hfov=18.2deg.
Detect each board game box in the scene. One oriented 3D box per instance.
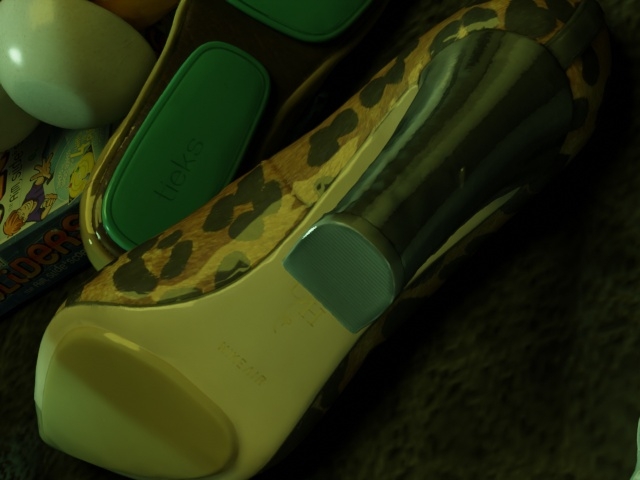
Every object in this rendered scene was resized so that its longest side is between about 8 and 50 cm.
[{"bbox_3d":[-0.122,-0.067,0.958,0.136,0.035,0.201,-30,40,27],"label":"board game box"}]

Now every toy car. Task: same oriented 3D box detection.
[{"bbox_3d":[-0.138,-0.134,0.885,0.182,0.136,0.159,-10,52,43],"label":"toy car"}]

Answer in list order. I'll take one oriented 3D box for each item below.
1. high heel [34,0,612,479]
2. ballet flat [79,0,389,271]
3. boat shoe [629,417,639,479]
[{"bbox_3d":[0.000,0.000,0.758,0.261,0.093,0.186,-32,11,49],"label":"high heel"},{"bbox_3d":[-0.032,-0.079,0.839,0.232,0.080,0.073,-56,3,-16],"label":"ballet flat"},{"bbox_3d":[0.163,0.071,0.494,0.227,0.079,0.081,13,78,57],"label":"boat shoe"}]
